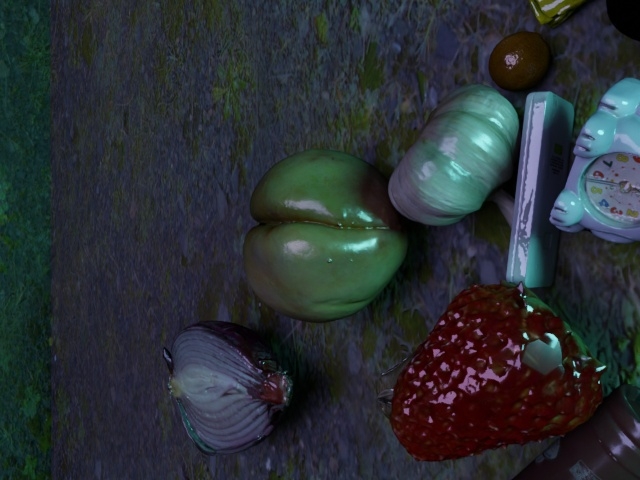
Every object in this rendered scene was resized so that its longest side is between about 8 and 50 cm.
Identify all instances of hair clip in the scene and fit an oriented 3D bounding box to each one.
[{"bbox_3d":[0.360,-0.341,0.731,0.173,0.046,0.072,-31,76,41],"label":"hair clip"}]

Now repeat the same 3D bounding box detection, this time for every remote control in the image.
[{"bbox_3d":[0.290,-0.062,0.747,0.034,0.103,0.249,9,95,43],"label":"remote control"}]

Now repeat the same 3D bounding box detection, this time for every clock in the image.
[{"bbox_3d":[0.401,-0.045,0.602,0.254,0.189,0.188,36,113,34],"label":"clock"}]

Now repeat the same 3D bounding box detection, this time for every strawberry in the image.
[{"bbox_3d":[0.194,0.171,0.691,0.244,0.205,0.205,-38,58,7],"label":"strawberry"}]

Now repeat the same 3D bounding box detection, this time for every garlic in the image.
[{"bbox_3d":[0.220,-0.090,0.796,0.212,0.218,0.218,38,120,-1],"label":"garlic"}]

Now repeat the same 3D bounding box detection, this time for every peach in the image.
[{"bbox_3d":[0.008,-0.008,0.936,0.293,0.247,0.292,-11,65,24],"label":"peach"}]

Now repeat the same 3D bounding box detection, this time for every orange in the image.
[{"bbox_3d":[0.277,-0.249,0.793,0.085,0.085,0.084,-3,85,45],"label":"orange"}]

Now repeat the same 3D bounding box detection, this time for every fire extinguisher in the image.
[{"bbox_3d":[0.282,0.318,0.716,0.344,0.138,0.102,-56,8,27],"label":"fire extinguisher"}]

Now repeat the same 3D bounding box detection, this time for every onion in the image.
[{"bbox_3d":[-0.137,0.280,1.124,0.349,0.159,0.267,-6,95,38],"label":"onion"}]

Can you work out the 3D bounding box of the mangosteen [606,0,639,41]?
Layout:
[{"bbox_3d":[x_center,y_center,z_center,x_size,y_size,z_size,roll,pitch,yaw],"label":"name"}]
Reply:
[{"bbox_3d":[0.411,-0.306,0.560,0.243,0.243,0.242,-3,85,45],"label":"mangosteen"}]

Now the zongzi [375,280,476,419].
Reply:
[{"bbox_3d":[0.169,0.173,0.851,0.195,0.099,0.197,-15,73,27],"label":"zongzi"}]
